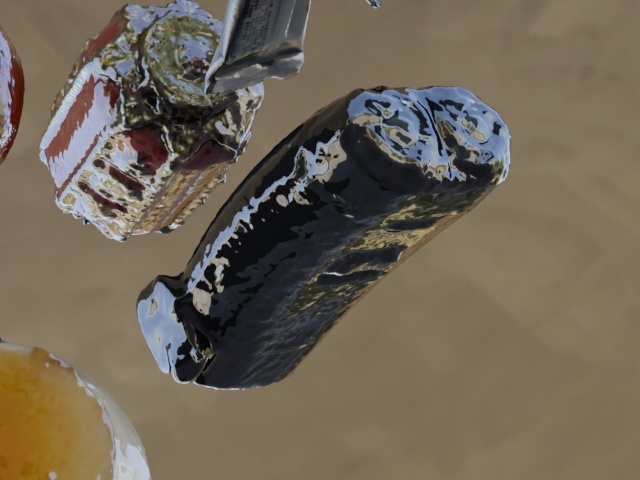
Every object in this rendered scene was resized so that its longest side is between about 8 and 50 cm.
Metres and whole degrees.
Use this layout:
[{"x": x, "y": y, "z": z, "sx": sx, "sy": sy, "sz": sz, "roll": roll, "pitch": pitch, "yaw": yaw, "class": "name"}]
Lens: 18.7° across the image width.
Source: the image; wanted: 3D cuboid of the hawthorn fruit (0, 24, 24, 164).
[{"x": -0.327, "y": -0.118, "z": 1.459, "sx": 0.215, "sy": 0.215, "sz": 0.249, "roll": -18, "pitch": -6, "yaw": -11, "class": "hawthorn fruit"}]

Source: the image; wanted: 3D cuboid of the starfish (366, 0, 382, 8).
[{"x": 0.058, "y": -0.306, "z": 1.694, "sx": 0.295, "sy": 0.048, "sz": 0.231, "roll": -38, "pitch": -27, "yaw": -53, "class": "starfish"}]

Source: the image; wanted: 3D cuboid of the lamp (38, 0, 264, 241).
[{"x": -0.158, "y": -0.109, "z": 1.800, "sx": 0.177, "sy": 0.177, "sz": 0.274, "roll": -6, "pitch": -20, "yaw": -24, "class": "lamp"}]

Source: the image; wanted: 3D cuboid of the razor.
[{"x": -0.002, "y": -0.003, "z": 1.538, "sx": 0.189, "sy": 0.107, "sz": 0.327, "roll": -2, "pitch": -33, "yaw": -43, "class": "razor"}]

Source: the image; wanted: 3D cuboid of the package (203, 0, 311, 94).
[{"x": -0.012, "y": -0.088, "z": 0.591, "sx": 0.037, "sy": 0.015, "sz": 0.110, "roll": -20, "pitch": -33, "yaw": -28, "class": "package"}]

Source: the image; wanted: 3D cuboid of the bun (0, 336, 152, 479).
[{"x": -0.259, "y": 0.218, "z": 1.422, "sx": 0.299, "sy": 0.299, "sz": 0.165, "roll": -22, "pitch": -37, "yaw": -6, "class": "bun"}]
